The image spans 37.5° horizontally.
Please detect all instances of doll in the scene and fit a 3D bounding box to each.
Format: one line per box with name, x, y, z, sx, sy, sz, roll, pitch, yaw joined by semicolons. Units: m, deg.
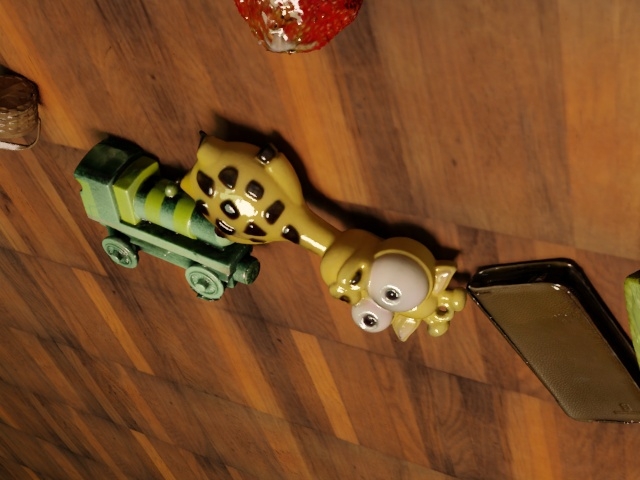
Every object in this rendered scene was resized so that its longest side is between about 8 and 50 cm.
doll;0.000;0.000;0.870;0.291;0.086;0.117;33;131;0

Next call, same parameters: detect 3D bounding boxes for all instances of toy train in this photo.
toy train;-0.156;-0.018;0.984;0.200;0.083;0.132;18;142;20

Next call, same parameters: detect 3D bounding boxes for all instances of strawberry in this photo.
strawberry;-0.020;-0.176;0.639;0.106;0.106;0.106;22;147;16

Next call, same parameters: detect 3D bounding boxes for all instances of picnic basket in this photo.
picnic basket;-0.332;-0.128;0.993;0.072;0.072;0.083;28;138;7

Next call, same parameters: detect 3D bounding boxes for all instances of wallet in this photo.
wallet;0.226;0.097;0.857;0.110;0.031;0.198;-10;129;46

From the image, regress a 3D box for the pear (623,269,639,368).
pear;0.323;0.098;0.628;0.176;0.286;0.281;-21;104;7
